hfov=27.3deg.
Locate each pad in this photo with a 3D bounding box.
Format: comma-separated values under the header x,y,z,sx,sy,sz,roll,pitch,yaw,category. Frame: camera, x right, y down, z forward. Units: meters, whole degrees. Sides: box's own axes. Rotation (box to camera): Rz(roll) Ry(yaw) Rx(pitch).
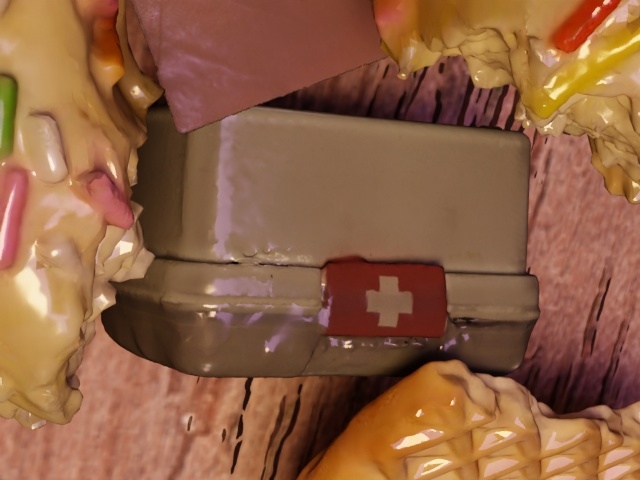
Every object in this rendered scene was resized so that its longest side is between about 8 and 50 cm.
x,y,z,sx,sy,sz,roll,pitch,yaw,category
-0.045,-0.152,0.574,0.113,0.006,0.187,-24,101,-24,pad

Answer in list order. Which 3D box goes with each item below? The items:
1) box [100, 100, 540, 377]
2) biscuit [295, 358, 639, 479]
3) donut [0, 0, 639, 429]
x,y,z,sx,sy,sz,roll,pitch,yaw,category
0.000,0.000,0.670,0.210,0.148,0.129,2,92,-28,box
0.088,0.147,0.740,0.204,0.040,0.309,-40,148,24,biscuit
-0.026,-0.111,0.489,0.371,0.150,0.307,-19,100,-11,donut
